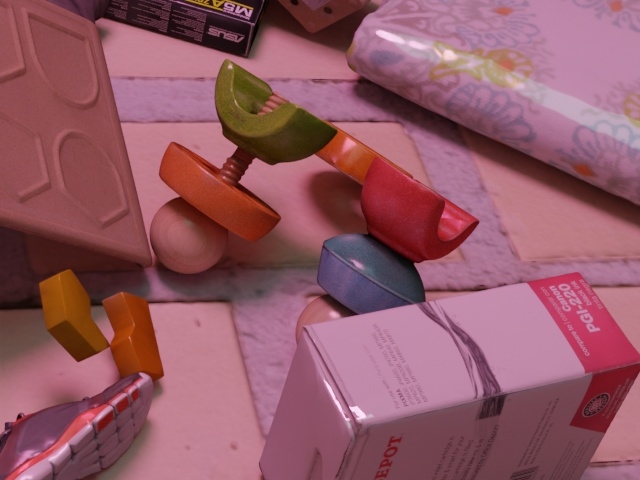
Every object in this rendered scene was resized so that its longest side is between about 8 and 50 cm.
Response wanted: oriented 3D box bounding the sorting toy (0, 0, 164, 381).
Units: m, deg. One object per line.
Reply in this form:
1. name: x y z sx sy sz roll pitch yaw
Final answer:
1. sorting toy: -0.201 -0.049 1.137 0.229 0.041 0.307 24 46 -58

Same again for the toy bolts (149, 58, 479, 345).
1. toy bolts: 0.000 0.000 1.229 0.228 0.158 0.218 36 5 33

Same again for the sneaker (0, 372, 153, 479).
1. sneaker: -0.177 0.127 1.064 0.065 0.061 0.158 30 44 24

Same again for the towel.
1. towel: 0.238 -0.198 1.504 0.320 0.090 0.374 23 43 12

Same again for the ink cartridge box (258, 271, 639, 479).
1. ink cartridge box: 0.083 0.118 1.074 0.218 0.158 0.092 -11 51 -26

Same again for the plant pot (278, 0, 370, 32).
1. plant pot: 0.007 -0.255 1.457 0.109 0.109 0.096 44 48 -24

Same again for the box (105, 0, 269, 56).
1. box: -0.134 -0.262 1.488 0.190 0.045 0.184 16 45 -1

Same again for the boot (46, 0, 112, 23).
1. boot: -0.348 -0.190 1.317 0.338 0.118 0.223 18 39 -14
